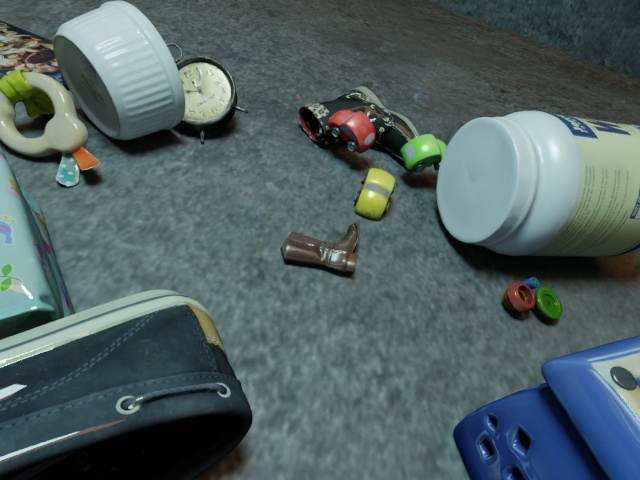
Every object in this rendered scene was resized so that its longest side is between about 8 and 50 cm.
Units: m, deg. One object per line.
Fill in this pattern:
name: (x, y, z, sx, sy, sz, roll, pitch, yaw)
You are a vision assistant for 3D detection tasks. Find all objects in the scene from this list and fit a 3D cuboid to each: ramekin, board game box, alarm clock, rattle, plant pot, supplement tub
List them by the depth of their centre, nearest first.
plant pot: (0.296, 0.212, 0.348, 0.235, 0.212, 0.236, -6, 47, -15)
rattle: (-0.411, -0.167, 0.656, 0.199, 0.143, 0.130, 36, 77, -2)
ramekin: (-0.332, -0.266, 0.662, 0.207, 0.207, 0.109, 37, 55, 19)
supplement tub: (0.393, -0.090, 0.690, 0.324, 0.236, 0.236, 1, 45, -17)
alarm clock: (-0.234, -0.288, 0.763, 0.129, 0.064, 0.192, -36, 94, -7)
board game box: (-0.591, -0.348, 0.773, 0.243, 0.042, 0.165, 22, 43, 5)

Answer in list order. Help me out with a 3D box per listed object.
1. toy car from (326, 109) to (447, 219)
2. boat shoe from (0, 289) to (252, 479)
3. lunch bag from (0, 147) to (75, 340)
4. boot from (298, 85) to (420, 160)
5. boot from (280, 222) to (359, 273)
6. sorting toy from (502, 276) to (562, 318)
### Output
toy car: (0.145, -0.163, 0.752, 0.224, 0.053, 0.239, -9, 68, -14)
boat shoe: (-0.255, 0.189, 0.235, 0.156, 0.187, 0.500, 38, 41, 29)
lunch bag: (-0.384, 0.051, 0.350, 0.262, 0.160, 0.223, -22, 62, -25)
boot: (0.081, -0.226, 0.847, 0.178, 0.085, 0.236, -24, 61, -28)
boot: (0.000, 0.000, 0.619, 0.114, 0.037, 0.106, 11, 41, 0)
sorting toy: (0.322, 0.092, 0.630, 0.101, 0.042, 0.061, 18, 57, -18)
